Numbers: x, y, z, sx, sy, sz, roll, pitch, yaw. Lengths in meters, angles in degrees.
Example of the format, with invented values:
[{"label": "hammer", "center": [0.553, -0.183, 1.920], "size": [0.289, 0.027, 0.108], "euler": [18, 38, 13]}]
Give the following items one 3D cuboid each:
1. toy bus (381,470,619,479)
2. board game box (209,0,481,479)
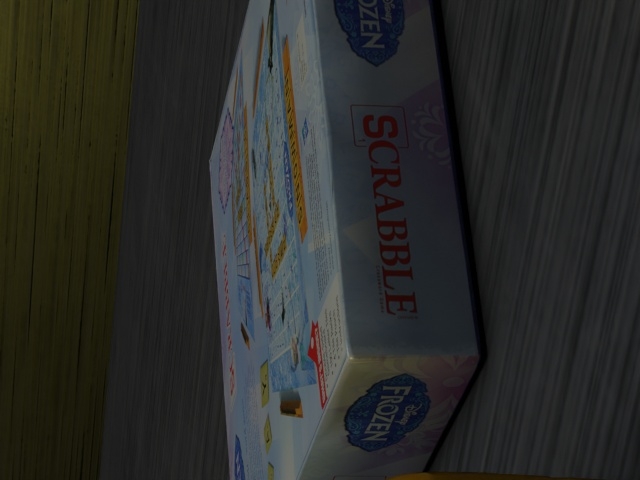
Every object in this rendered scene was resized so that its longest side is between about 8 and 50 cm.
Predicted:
[{"label": "toy bus", "center": [0.053, 0.248, 0.607], "size": [0.130, 0.108, 0.332], "euler": [136, 136, -60]}, {"label": "board game box", "center": [0.000, 0.000, 1.059], "size": [0.318, 0.066, 0.318], "euler": [110, 159, -57]}]
